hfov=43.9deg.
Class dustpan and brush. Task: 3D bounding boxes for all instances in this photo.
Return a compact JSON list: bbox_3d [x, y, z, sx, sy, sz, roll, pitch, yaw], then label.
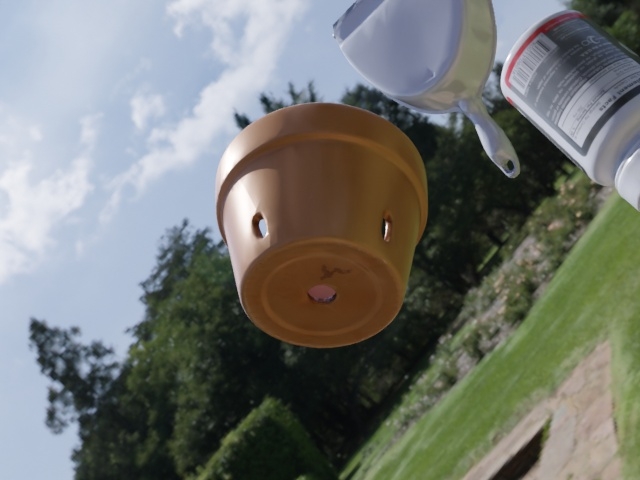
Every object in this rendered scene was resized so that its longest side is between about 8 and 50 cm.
[{"bbox_3d":[0.112,-0.146,0.699,0.060,0.211,0.147,0,-31,-49],"label":"dustpan and brush"}]

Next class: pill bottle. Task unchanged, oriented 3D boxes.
[{"bbox_3d":[0.394,-0.178,1.089,0.161,0.283,0.161,-23,-36,-18],"label":"pill bottle"}]

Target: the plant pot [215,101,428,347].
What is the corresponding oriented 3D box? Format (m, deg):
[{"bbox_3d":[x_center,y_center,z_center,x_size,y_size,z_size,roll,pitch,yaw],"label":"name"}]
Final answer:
[{"bbox_3d":[0.000,0.000,1.022,0.204,0.290,0.291,-89,23,-46],"label":"plant pot"}]
